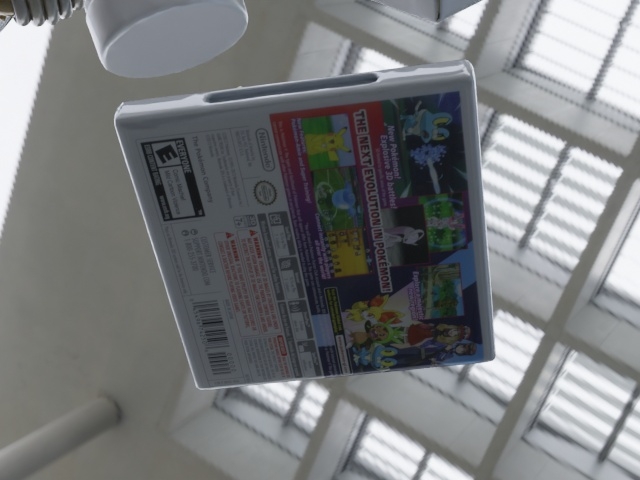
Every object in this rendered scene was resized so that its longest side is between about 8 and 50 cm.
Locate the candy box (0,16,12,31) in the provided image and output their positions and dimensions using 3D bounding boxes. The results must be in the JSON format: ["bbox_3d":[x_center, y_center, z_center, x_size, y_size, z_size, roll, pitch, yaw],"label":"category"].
[{"bbox_3d":[-0.386,-0.300,1.188,0.109,0.053,0.187,25,-27,9],"label":"candy box"}]

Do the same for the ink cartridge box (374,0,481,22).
[{"bbox_3d":[0.128,-0.322,1.047,0.211,0.289,0.121,30,-41,42],"label":"ink cartridge box"}]

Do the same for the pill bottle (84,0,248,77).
[{"bbox_3d":[-0.132,-0.235,0.785,0.131,0.131,0.229,-27,-105,31],"label":"pill bottle"}]

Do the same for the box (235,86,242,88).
[{"bbox_3d":[-0.065,-0.065,1.152,0.054,0.059,0.169,-25,-70,-10],"label":"box"}]

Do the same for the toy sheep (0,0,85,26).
[{"bbox_3d":[-0.280,-0.261,1.168,0.132,0.091,0.091,-22,-86,-12],"label":"toy sheep"}]

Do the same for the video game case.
[{"bbox_3d":[0.000,0.000,0.640,0.183,0.023,0.201,-6,-52,6],"label":"video game case"}]
